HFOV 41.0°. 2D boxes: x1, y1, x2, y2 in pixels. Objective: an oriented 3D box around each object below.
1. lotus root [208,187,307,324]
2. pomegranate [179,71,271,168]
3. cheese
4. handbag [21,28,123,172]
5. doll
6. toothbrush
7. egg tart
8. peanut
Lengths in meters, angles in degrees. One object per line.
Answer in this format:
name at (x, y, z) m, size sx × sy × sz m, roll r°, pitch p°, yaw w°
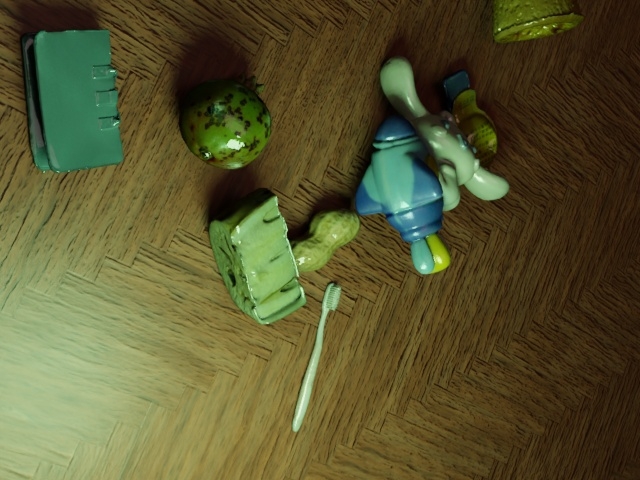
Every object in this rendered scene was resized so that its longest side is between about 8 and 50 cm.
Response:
lotus root at (-0.117, 0.027, 1.544) m, size 0.119 × 0.138 × 0.234 m, roll -28°, pitch 112°, yaw -25°
pomegranate at (-0.155, -0.214, 1.482) m, size 0.159 × 0.159 × 0.205 m, roll 51°, pitch 42°, yaw -30°
cheese at (0.326, -0.250, 1.880) m, size 0.156 × 0.064 × 0.250 m, roll -31°, pitch 114°, yaw -30°
handbag at (-0.389, -0.222, 1.360) m, size 0.144 × 0.057 × 0.221 m, roll -11°, pitch 102°, yaw -39°
doll at (0.211, -0.137, 1.704) m, size 0.376 × 0.187 × 0.365 m, roll 34°, pitch 54°, yaw -5°
toothbrush at (-0.008, 0.235, 1.715) m, size 0.025 × 0.030 × 0.307 m, roll 19°, pitch 85°, yaw -44°
egg tart at (0.469, -0.527, 1.878) m, size 0.203 × 0.202 × 0.147 m, roll -12°, pitch 94°, yaw -35°
peanut at (-0.001, -0.002, 1.659) m, size 0.193 × 0.089 × 0.089 m, roll -43°, pitch 119°, yaw -26°
